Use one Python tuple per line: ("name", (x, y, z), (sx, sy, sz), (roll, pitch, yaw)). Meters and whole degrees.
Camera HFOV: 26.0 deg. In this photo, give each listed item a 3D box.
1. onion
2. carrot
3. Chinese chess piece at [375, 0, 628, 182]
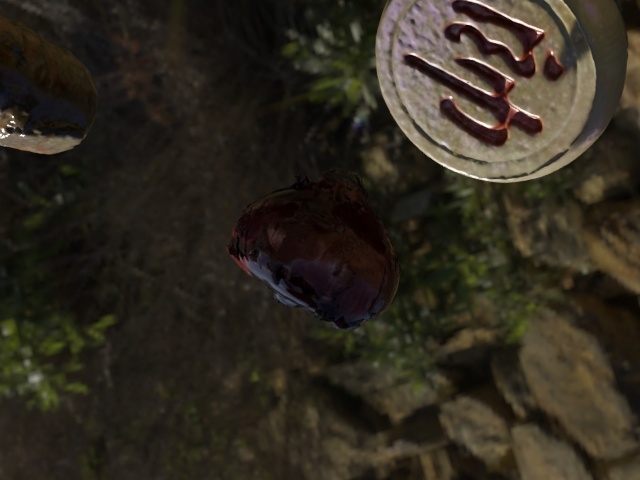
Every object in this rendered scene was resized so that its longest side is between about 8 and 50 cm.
("onion", (0.000, 0.000, 1.365), (0.184, 0.147, 0.184), (19, -172, -3))
("carrot", (-0.369, -0.191, 1.480), (0.138, 0.139, 0.302), (-22, 142, 27))
("Chinese chess piece", (0.191, -0.195, 1.475), (0.270, 0.270, 0.112), (-25, -168, 37))
